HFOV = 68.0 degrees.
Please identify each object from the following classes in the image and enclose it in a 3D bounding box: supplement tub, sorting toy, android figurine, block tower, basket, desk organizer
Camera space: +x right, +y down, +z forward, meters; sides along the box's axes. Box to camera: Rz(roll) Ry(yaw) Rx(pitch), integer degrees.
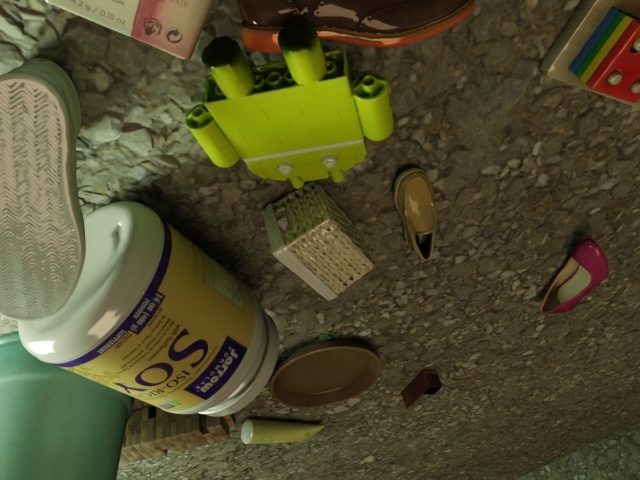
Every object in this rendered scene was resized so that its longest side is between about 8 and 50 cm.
[{"bbox_3d":[-0.239,0.122,0.732,0.241,0.241,0.331,-30,134,14],"label":"supplement tub"},{"bbox_3d":[0.484,-0.295,0.631,0.257,0.089,0.255,8,131,-22],"label":"sorting toy"},{"bbox_3d":[-0.034,-0.145,0.598,0.248,0.056,0.273,-7,155,9],"label":"android figurine"},{"bbox_3d":[-0.378,0.450,1.131,0.335,0.091,0.097,-13,135,-4],"label":"block tower"},{"bbox_3d":[0.000,0.000,0.771,0.103,0.113,0.167,-33,134,14],"label":"basket"},{"bbox_3d":[0.278,0.413,1.310,0.047,0.050,0.130,10,131,-24],"label":"desk organizer"}]

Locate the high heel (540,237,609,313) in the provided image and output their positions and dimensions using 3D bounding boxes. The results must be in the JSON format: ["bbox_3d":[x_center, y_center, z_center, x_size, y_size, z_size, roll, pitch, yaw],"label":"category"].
[{"bbox_3d":[0.543,0.086,1.039,0.117,0.082,0.244,-29,148,0],"label":"high heel"}]

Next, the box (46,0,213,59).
[{"bbox_3d":[-0.132,-0.306,0.400,0.126,0.149,0.232,15,129,-30],"label":"box"}]

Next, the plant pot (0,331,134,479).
[{"bbox_3d":[-0.512,0.398,0.865,0.341,0.334,0.341,-9,136,-9],"label":"plant pot"}]

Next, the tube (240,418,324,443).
[{"bbox_3d":[-0.104,0.534,1.320,0.240,0.062,0.070,20,167,-37],"label":"tube"}]

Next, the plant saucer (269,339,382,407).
[{"bbox_3d":[0.012,0.322,1.151,0.277,0.041,0.278,-9,136,-8],"label":"plant saucer"}]

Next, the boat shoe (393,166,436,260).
[{"bbox_3d":[0.172,-0.039,0.810,0.068,0.072,0.190,-20,136,5],"label":"boat shoe"}]

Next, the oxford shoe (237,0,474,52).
[{"bbox_3d":[0.044,-0.274,0.524,0.271,0.097,0.098,-9,130,-7],"label":"oxford shoe"}]

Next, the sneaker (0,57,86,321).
[{"bbox_3d":[-0.330,-0.063,0.566,0.108,0.169,0.293,6,116,-25],"label":"sneaker"}]
